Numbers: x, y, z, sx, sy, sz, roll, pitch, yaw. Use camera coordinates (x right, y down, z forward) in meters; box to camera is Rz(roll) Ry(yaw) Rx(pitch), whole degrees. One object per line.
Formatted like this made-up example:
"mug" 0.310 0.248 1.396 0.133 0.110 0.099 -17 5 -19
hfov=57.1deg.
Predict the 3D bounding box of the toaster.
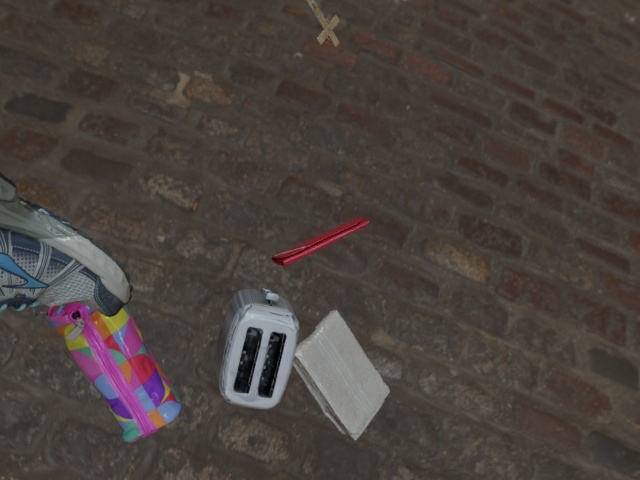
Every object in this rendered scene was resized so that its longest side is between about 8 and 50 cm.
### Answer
"toaster" -0.115 0.198 1.030 0.129 0.146 0.227 15 89 -11

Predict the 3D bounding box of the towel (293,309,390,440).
"towel" 0.053 0.334 1.463 0.187 0.049 0.282 -41 104 -41

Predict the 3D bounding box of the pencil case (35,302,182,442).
"pencil case" -0.282 0.164 0.807 0.104 0.104 0.236 -40 115 -33

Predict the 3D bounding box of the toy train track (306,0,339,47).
"toy train track" -0.003 -0.284 0.754 0.014 0.083 0.048 12 60 46

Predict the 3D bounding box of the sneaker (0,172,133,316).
"sneaker" -0.293 0.016 0.527 0.110 0.283 0.122 19 71 35

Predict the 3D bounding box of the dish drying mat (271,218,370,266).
"dish drying mat" 0.000 0.000 0.493 0.083 0.032 0.008 -26 101 -20
